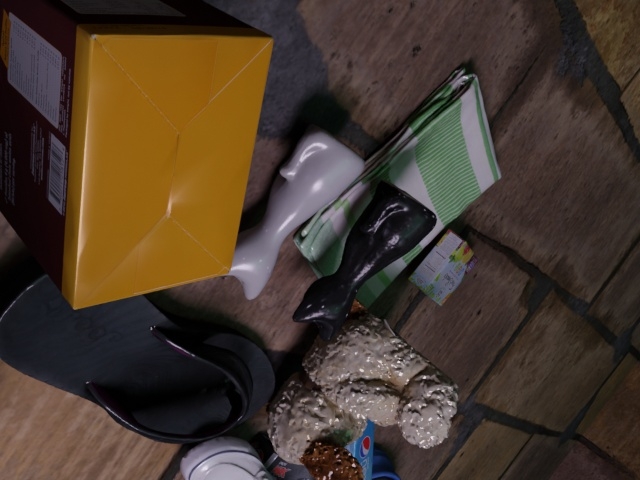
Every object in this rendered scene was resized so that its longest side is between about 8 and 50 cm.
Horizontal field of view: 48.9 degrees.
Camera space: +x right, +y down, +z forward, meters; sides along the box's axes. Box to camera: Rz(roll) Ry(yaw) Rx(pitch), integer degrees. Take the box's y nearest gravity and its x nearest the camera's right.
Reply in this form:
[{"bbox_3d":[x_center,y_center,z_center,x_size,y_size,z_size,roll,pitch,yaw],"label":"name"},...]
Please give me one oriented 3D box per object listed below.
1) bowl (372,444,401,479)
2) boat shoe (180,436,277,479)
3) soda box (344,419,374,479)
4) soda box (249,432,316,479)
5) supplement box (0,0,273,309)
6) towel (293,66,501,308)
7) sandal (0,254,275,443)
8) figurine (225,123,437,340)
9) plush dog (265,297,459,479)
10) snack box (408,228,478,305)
[{"bbox_3d":[0.003,0.561,1.331,0.391,0.077,0.391,-27,137,-29],"label":"bowl"},{"bbox_3d":[-0.098,0.349,0.961,0.095,0.084,0.258,-39,138,-1],"label":"boat shoe"},{"bbox_3d":[0.039,0.358,1.137,0.067,0.071,0.209,-12,107,-57],"label":"soda box"},{"bbox_3d":[-0.059,0.358,1.117,0.060,0.053,0.169,-50,142,-2],"label":"soda box"},{"bbox_3d":[-0.158,-0.089,0.524,0.129,0.194,0.191,-13,128,-40],"label":"supplement box"},{"bbox_3d":[0.121,-0.051,0.978,0.325,0.038,0.248,-45,143,-8],"label":"towel"},{"bbox_3d":[-0.175,0.159,0.784,0.167,0.107,0.446,-48,144,-2],"label":"sandal"},{"bbox_3d":[0.000,0.000,0.819,0.215,0.092,0.209,33,95,-35],"label":"figurine"},{"bbox_3d":[0.021,0.206,0.951,0.210,0.262,0.225,43,84,-23],"label":"plush dog"},{"bbox_3d":[0.197,0.046,1.113,0.100,0.037,0.141,-50,155,3],"label":"snack box"}]
